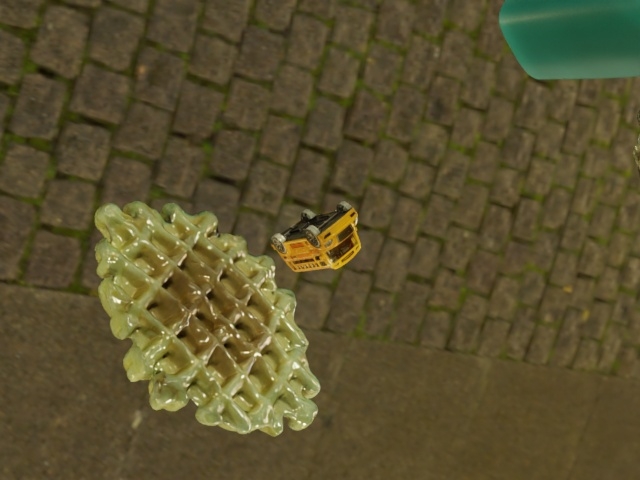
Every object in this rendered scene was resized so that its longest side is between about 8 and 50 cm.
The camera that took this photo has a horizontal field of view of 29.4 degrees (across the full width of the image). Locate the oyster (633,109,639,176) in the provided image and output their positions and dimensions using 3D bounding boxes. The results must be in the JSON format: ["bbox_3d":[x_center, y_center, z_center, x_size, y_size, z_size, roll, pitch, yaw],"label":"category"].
[{"bbox_3d":[0.366,-0.109,1.144,0.087,0.252,0.199,-20,92,-20],"label":"oyster"}]

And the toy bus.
[{"bbox_3d":[0.000,0.000,1.647,0.069,0.162,0.074,-39,103,-24],"label":"toy bus"}]

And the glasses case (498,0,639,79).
[{"bbox_3d":[0.322,-0.236,1.374,0.070,0.301,0.117,-35,108,-22],"label":"glasses case"}]

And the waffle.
[{"bbox_3d":[-0.126,0.088,1.395,0.292,0.309,0.056,14,133,-45],"label":"waffle"}]
